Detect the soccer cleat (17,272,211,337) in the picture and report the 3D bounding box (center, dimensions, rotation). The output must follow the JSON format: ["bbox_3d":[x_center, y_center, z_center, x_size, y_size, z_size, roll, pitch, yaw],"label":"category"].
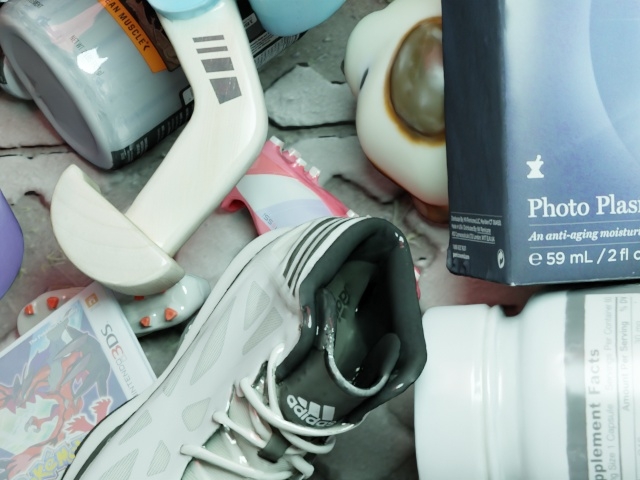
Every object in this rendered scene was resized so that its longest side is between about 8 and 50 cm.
[{"bbox_3d":[-0.195,0.070,1.486,0.196,0.076,0.068,-12,90,23],"label":"soccer cleat"}]

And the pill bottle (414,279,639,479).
[{"bbox_3d":[0.264,0.131,1.221,0.361,0.204,0.204,-2,51,13],"label":"pill bottle"}]

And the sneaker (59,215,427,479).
[{"bbox_3d":[-0.072,0.156,1.203,0.169,0.257,0.447,33,71,-10],"label":"sneaker"}]

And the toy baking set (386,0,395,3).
[{"bbox_3d":[0.132,-0.356,1.763,0.197,0.030,0.256,-5,51,10],"label":"toy baking set"}]

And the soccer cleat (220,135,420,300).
[{"bbox_3d":[0.000,0.000,1.489,0.095,0.083,0.248,-51,57,10],"label":"soccer cleat"}]

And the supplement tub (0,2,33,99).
[{"bbox_3d":[-0.362,-0.243,1.741,0.117,0.117,0.190,-42,54,-20],"label":"supplement tub"}]

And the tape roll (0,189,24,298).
[{"bbox_3d":[-0.400,0.002,1.575,0.189,0.080,0.189,-7,51,9],"label":"tape roll"}]

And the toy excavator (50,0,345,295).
[{"bbox_3d":[-0.088,-0.222,1.405,0.433,0.222,0.445,-23,79,1],"label":"toy excavator"}]

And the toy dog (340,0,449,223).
[{"bbox_3d":[0.208,-0.192,1.489,0.408,0.284,0.395,-34,70,-13],"label":"toy dog"}]

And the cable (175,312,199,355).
[{"bbox_3d":[-0.130,0.147,1.392,0.287,0.072,0.139,-39,54,-17],"label":"cable"}]

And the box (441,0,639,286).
[{"bbox_3d":[0.259,-0.119,1.266,0.296,0.183,0.294,-4,92,-11],"label":"box"}]

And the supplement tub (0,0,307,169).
[{"bbox_3d":[-0.147,-0.245,1.629,0.338,0.207,0.207,-39,53,-17],"label":"supplement tub"}]

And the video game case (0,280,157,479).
[{"bbox_3d":[-0.238,0.158,1.393,0.201,0.023,0.183,-37,54,6],"label":"video game case"}]
